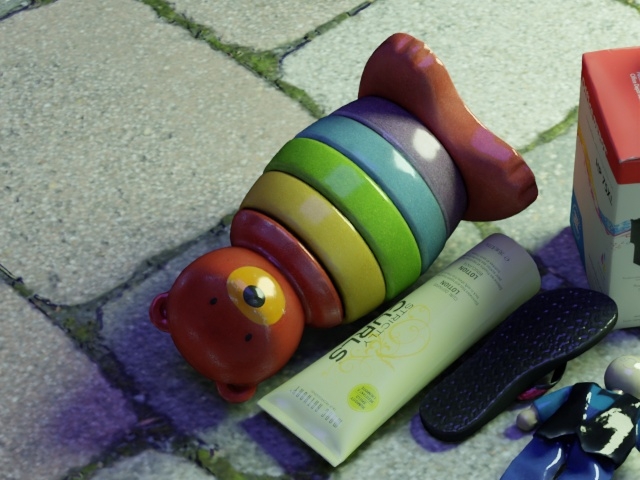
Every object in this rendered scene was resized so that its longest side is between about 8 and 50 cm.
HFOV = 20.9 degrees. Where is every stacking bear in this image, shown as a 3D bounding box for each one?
[{"bbox_3d":[0.000,0.000,1.370,0.289,0.164,0.175,-42,94,-20],"label":"stacking bear"}]

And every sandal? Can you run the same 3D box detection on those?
[{"bbox_3d":[0.154,0.098,1.342,0.179,0.040,0.067,-36,45,-11],"label":"sandal"}]

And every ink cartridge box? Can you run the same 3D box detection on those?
[{"bbox_3d":[0.250,-0.058,1.352,0.078,0.231,0.134,-7,43,-3],"label":"ink cartridge box"}]

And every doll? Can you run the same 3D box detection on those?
[{"bbox_3d":[0.197,0.150,1.272,0.129,0.046,0.189,13,39,30],"label":"doll"}]

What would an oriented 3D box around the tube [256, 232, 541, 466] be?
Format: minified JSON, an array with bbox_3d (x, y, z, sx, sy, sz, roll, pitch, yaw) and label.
[{"bbox_3d":[0.070,0.082,1.348,0.240,0.062,0.070,-36,7,-23],"label":"tube"}]
